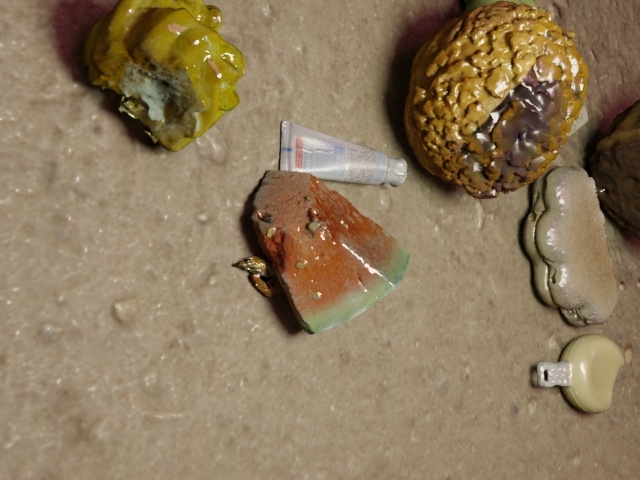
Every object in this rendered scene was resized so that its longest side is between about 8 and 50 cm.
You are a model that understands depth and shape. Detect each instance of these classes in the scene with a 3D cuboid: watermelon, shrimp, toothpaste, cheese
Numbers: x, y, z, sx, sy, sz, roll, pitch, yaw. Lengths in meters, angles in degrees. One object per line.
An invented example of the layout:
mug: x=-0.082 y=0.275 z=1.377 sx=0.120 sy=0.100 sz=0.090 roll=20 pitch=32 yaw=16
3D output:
watermelon: x=0.000 y=0.000 z=1.491 sx=0.257 sy=0.139 sz=0.193 roll=52 pitch=33 yaw=-12
shrimp: x=-0.083 y=0.055 z=1.471 sx=0.108 sy=0.023 sz=0.059 roll=8 pitch=87 yaw=-42
toothpaste: x=0.036 y=-0.130 z=1.590 sx=0.234 sy=0.057 sz=0.089 roll=9 pitch=76 yaw=-35
cheese: x=0.516 y=0.248 z=1.959 sx=0.248 sy=0.070 sz=0.163 roll=30 pitch=65 yaw=-35

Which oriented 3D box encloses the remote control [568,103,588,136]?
remote control: x=0.468 y=-0.241 z=1.996 sx=0.230 sy=0.049 sz=0.090 roll=-33 pitch=106 yaw=-39

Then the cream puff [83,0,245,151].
cream puff: x=-0.193 y=-0.250 z=1.318 sx=0.221 sy=0.194 sz=0.195 roll=49 pitch=55 yaw=-32

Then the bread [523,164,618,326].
bread: x=0.484 y=0.024 z=1.944 sx=0.183 sy=0.102 sz=0.337 roll=-26 pitch=104 yaw=-37

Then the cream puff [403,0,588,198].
cream puff: x=0.312 y=-0.235 z=1.673 sx=0.342 sy=0.231 sz=0.327 roll=-13 pitch=115 yaw=-11

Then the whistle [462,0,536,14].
whistle: x=0.336 y=-0.429 z=1.868 sx=0.141 sy=0.141 sz=0.294 roll=56 pitch=27 yaw=-21

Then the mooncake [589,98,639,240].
mooncake: x=0.722 y=-0.139 z=2.040 sx=0.187 sy=0.324 sz=0.324 roll=-45 pitch=114 yaw=-30
